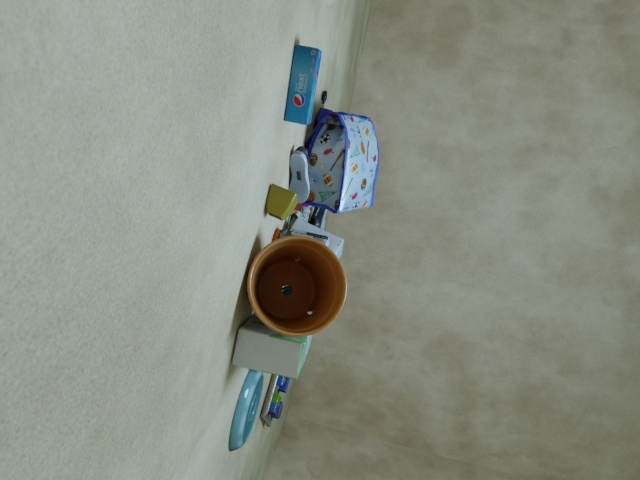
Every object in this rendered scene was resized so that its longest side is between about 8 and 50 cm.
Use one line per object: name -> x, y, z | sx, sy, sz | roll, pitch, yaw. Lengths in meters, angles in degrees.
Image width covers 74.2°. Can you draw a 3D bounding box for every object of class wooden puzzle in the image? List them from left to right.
wooden puzzle -> -0.235, 0.831, 2.312 | 0.348, 0.080, 0.323 | 95, 9, -58

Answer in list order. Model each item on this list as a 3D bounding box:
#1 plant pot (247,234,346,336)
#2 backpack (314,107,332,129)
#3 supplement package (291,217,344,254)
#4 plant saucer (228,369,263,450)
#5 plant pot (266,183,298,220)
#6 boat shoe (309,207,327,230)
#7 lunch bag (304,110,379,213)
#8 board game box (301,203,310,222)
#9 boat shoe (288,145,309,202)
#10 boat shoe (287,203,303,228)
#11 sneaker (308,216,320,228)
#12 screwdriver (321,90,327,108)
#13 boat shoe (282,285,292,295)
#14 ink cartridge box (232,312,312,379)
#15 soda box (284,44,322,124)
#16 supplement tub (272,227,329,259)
plant pot -> -0.088, 0.144, 1.298 | 0.203, 0.290, 0.291 | 146, -41, -71
backpack -> 0.024, -0.494, 1.840 | 0.120, 0.101, 0.098 | 103, 9, -60
supplement package -> -0.044, 0.062, 1.628 | 0.194, 0.203, 0.149 | -60, 169, -25
plant saucer -> -0.272, 0.633, 1.607 | 0.317, 0.043, 0.318 | 12, 90, -85
plant pot -> -0.121, -0.109, 1.274 | 0.081, 0.081, 0.083 | 80, 33, -78
boat shoe -> -0.005, -0.183, 2.310 | 0.114, 0.091, 0.303 | -94, -165, -71
lunch bag -> 0.093, -0.335, 1.773 | 0.327, 0.238, 0.386 | -20, 123, -57
board game box -> -0.037, -0.253, 2.027 | 0.390, 0.050, 0.390 | 93, 11, -64
boat shoe -> -0.074, -0.239, 1.535 | 0.229, 0.080, 0.076 | 86, 17, -46
boat shoe -> -0.103, -0.098, 1.698 | 0.043, 0.049, 0.137 | 77, 31, -74
sneaker -> 0.000, 0.000, 2.260 | 0.107, 0.162, 0.282 | -104, -154, -50
screwdriver -> 0.010, -0.603, 1.897 | 0.025, 0.024, 0.170 | -41, 165, -26
boat shoe -> -0.160, 0.315, 1.607 | 0.340, 0.127, 0.113 | -64, -179, -29
ink cartridge box -> -0.135, 0.318, 1.398 | 0.353, 0.206, 0.119 | -34, 135, -82
soda box -> -0.051, -0.451, 1.235 | 0.067, 0.071, 0.210 | -66, 168, -70
supplement tub -> -0.071, 0.023, 1.496 | 0.117, 0.190, 0.117 | 12, 90, -85
